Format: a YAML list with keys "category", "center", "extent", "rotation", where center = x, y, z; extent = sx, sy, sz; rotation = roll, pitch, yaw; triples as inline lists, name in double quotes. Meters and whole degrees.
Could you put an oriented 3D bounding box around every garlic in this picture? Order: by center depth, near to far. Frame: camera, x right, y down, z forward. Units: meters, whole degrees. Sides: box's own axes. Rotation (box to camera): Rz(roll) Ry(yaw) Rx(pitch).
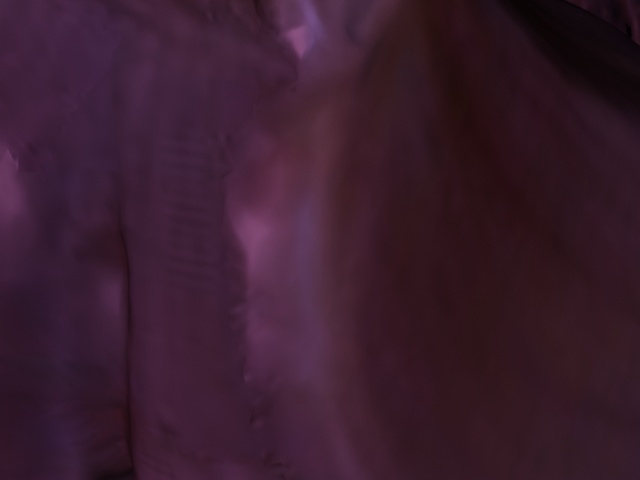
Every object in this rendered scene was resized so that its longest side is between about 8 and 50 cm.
- category: "garlic"
  center: [0.000, 0.000, 0.579]
  extent: [0.340, 0.231, 0.246]
  rotation: [2, 96, -57]
